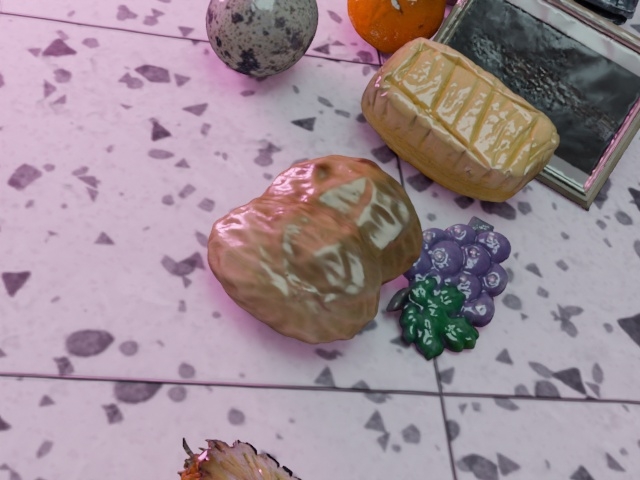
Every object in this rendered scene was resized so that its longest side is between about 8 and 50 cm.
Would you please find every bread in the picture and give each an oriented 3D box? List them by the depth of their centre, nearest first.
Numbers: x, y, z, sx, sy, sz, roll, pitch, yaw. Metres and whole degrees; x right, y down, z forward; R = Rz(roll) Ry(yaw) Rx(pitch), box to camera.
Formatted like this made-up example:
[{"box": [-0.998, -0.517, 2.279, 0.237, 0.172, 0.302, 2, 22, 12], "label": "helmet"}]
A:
[{"box": [0.166, -0.141, 1.160, 0.236, 0.106, 0.140, 36, 65, 8], "label": "bread"}]

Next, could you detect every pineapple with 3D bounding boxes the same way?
[{"box": [-0.076, 0.265, 0.766, 0.176, 0.137, 0.161, 44, 11, 22], "label": "pineapple"}]

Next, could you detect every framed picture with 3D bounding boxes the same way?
[{"box": [0.283, -0.211, 1.226, 0.293, 0.018, 0.231, 32, 90, 8], "label": "framed picture"}]

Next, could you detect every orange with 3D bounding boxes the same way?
[{"box": [0.101, -0.314, 1.275, 0.135, 0.118, 0.136, 11, 28, -6], "label": "orange"}]

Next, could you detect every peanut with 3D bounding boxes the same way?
[{"box": [0.000, 0.000, 0.999, 0.196, 0.110, 0.233, 31, 49, 17], "label": "peanut"}]

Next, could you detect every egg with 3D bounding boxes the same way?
[{"box": [-0.068, -0.276, 1.178, 0.132, 0.132, 0.172, 36, 39, 11], "label": "egg"}]

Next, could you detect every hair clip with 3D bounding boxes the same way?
[{"box": [0.142, 0.049, 1.057, 0.124, 0.052, 0.195, 29, 57, 3], "label": "hair clip"}]

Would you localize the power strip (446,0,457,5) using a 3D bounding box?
[{"box": [0.201, -0.424, 1.368, 0.154, 0.078, 0.154, 0, 89, 7], "label": "power strip"}]

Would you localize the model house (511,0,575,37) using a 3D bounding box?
[{"box": [0.301, -0.274, 1.318, 0.149, 0.100, 0.127, -22, 62, -33], "label": "model house"}]

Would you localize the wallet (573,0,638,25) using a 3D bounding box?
[{"box": [0.347, -0.457, 1.497, 0.342, 0.075, 0.237, 26, 44, 5], "label": "wallet"}]
